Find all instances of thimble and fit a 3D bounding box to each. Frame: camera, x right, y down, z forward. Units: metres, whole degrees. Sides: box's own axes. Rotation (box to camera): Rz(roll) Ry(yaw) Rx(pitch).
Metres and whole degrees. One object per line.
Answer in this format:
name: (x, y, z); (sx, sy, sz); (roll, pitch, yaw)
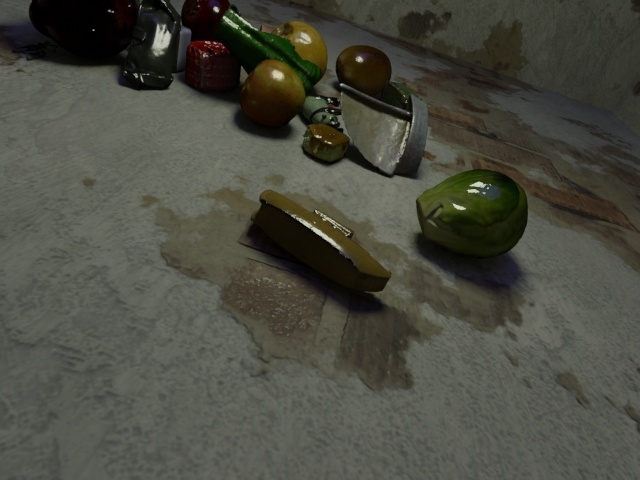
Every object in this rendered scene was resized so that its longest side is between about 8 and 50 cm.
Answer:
thimble: (-0.351, -0.573, 1.519); (0.163, 0.125, 0.189); (32, 36, 22)

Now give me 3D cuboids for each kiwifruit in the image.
kiwifruit: (0.168, -0.686, 1.865); (0.234, 0.196, 0.196); (2, 38, -26)

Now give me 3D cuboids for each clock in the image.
clock: (-0.533, -0.666, 1.540); (0.193, 0.145, 0.073); (29, 35, 13)

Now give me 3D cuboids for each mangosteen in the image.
mangosteen: (-0.721, -0.710, 1.384); (0.347, 0.307, 0.307); (19, 34, 14)
mangosteen: (-0.423, -0.855, 1.828); (0.215, 0.215, 0.257); (38, 8, 25)

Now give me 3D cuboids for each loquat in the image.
loquat: (-0.086, -0.669, 1.695); (0.243, 0.244, 0.244); (13, 35, -9)

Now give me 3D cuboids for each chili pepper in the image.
chili pepper: (-0.176, -0.572, 1.468); (0.385, 0.167, 0.213); (29, 0, -37)

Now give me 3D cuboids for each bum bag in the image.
bum bag: (-0.500, -0.596, 1.404); (0.142, 0.326, 0.079); (16, -12, -33)

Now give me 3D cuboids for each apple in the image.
apple: (-0.138, -0.427, 1.363); (0.196, 0.196, 0.196); (13, 35, -9)

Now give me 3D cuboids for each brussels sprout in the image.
brussels sprout: (0.358, -0.062, 1.101); (0.271, 0.210, 0.219); (-8, 35, -10)

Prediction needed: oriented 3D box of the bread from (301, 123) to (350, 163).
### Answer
bread: (0.012, -0.287, 1.350); (0.128, 0.069, 0.140); (30, 35, 16)

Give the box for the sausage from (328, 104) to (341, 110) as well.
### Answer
sausage: (0.080, -0.483, 1.685); (0.223, 0.029, 0.029); (-19, 49, -42)

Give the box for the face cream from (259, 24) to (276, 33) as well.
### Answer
face cream: (-0.197, -0.762, 1.829); (0.104, 0.149, 0.149); (9, 36, -16)

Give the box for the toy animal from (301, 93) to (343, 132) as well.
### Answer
toy animal: (0.012, -0.406, 1.492); (0.121, 0.094, 0.225); (0, 40, -24)

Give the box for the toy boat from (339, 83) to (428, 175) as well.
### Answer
toy boat: (0.199, -0.323, 1.402); (0.293, 0.111, 0.276); (-1, 79, -14)

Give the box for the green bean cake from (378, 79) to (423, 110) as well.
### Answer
green bean cake: (0.265, -0.436, 1.585); (0.094, 0.173, 0.181); (2, 36, -22)

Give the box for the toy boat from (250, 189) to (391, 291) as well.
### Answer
toy boat: (0.000, 0.000, 0.935); (0.321, 0.089, 0.121); (33, 25, 19)

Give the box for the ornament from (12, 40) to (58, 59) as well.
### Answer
ornament: (-0.825, -0.560, 1.359); (0.073, 0.028, 0.125); (29, 37, 15)
